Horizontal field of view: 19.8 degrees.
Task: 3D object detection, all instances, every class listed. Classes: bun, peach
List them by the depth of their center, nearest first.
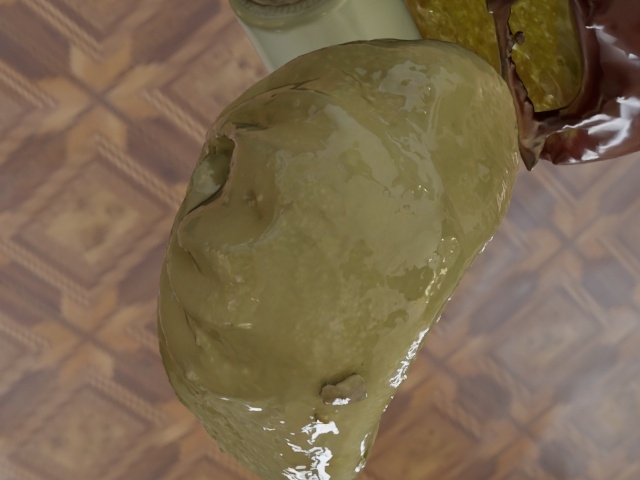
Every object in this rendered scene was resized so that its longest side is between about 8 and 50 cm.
[{"bbox_3d":[0.000,0.000,0.949,0.259,0.160,0.259,-58,175,-8],"label":"bun"},{"bbox_3d":[0.209,-0.265,1.382,0.310,0.335,0.406,-25,119,-11],"label":"peach"}]

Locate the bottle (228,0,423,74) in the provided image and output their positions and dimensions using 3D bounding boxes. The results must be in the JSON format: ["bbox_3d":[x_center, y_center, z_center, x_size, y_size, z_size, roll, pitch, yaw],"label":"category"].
[{"bbox_3d":[0.027,-0.106,1.244,0.104,0.104,0.245,-35,138,-2],"label":"bottle"}]
